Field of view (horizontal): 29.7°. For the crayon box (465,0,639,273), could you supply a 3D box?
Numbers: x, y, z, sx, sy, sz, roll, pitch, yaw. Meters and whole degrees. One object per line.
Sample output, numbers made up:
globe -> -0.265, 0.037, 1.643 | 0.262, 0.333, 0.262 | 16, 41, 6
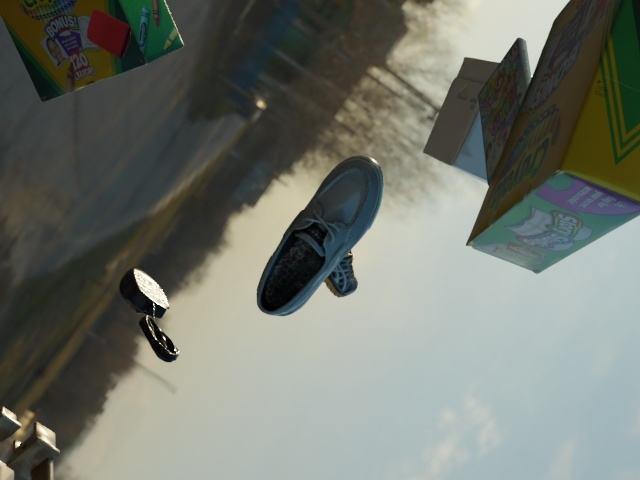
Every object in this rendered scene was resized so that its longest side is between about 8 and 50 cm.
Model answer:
crayon box -> 0.290, -0.150, 1.276 | 0.363, 0.106, 0.313 | 119, -5, -77

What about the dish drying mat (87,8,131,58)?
dish drying mat -> -0.201, -0.197, 1.144 | 0.083, 0.008, 0.032 | 33, -74, 50

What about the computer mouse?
computer mouse -> -0.241, 0.108, 1.680 | 0.041, 0.071, 0.242 | -46, -152, 7

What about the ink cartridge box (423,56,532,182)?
ink cartridge box -> 0.305, -0.154, 1.825 | 0.168, 0.232, 0.171 | -66, -166, 5

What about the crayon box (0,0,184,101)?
crayon box -> -0.337, -0.314, 1.741 | 0.278, 0.165, 0.081 | -10, -161, 46

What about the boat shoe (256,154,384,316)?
boat shoe -> -0.001, 0.000, 1.441 | 0.227, 0.079, 0.081 | -56, 174, 11

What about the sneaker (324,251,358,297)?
sneaker -> 0.035, 0.046, 2.474 | 0.083, 0.215, 0.084 | -27, -126, 11

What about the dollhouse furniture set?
dollhouse furniture set -> -0.662, 0.370, 1.980 | 0.303, 0.355, 0.174 | -39, -147, 13

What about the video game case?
video game case -> 0.245, -0.168, 1.582 | 0.119, 0.015, 0.166 | 123, -26, -48
